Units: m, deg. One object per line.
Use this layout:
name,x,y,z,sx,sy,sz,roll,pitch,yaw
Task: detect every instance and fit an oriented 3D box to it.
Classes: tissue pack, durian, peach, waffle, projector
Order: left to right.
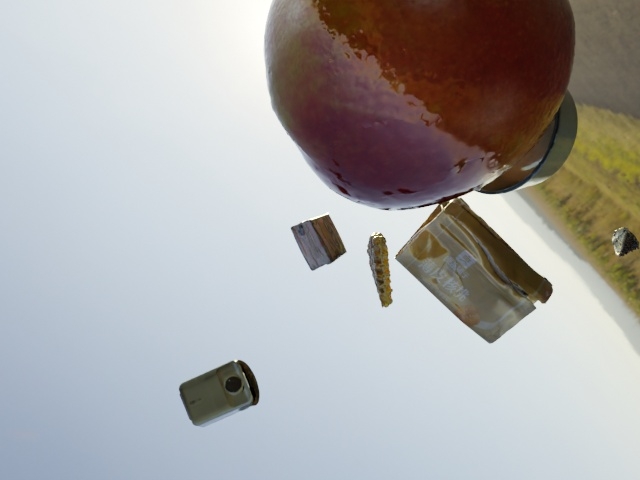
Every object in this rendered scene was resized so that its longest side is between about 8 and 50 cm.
projector,-0.324,0.497,1.992,0.177,0.243,0.163,107,141,-71
tissue pack,0.000,0.000,1.444,0.115,0.065,0.155,65,-160,0
waffle,0.153,0.074,1.519,0.160,0.046,0.191,146,113,-85
peach,0.127,-0.220,0.778,0.388,0.388,0.388,42,-161,-18
durian,0.830,0.004,1.654,0.130,0.052,0.066,64,-170,-64

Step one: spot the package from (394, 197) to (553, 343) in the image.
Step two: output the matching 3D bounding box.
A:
package,0.366,0.057,1.408,0.311,0.221,0.165,44,162,-2

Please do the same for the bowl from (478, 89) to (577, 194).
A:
bowl,0.299,-0.169,0.928,0.112,0.211,0.211,4,-136,-38
